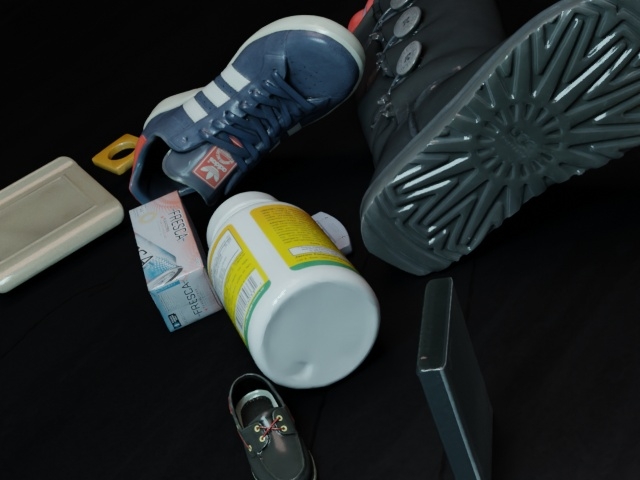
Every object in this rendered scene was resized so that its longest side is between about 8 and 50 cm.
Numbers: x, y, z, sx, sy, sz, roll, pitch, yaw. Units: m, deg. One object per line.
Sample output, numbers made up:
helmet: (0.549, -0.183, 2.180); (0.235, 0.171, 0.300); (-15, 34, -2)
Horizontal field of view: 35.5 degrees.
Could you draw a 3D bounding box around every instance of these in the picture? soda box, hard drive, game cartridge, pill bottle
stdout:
soda box: (-0.157, 0.017, 1.066); (0.063, 0.058, 0.183); (-24, 32, -4)
hard drive: (0.097, 0.107, 0.710); (0.022, 0.135, 0.094); (-10, 34, 18)
game cartridge: (0.000, 0.000, 1.038); (0.056, 0.017, 0.083); (-30, 33, -6)
pill bottle: (-0.036, 0.035, 0.914); (0.117, 0.118, 0.208); (-27, 33, -9)

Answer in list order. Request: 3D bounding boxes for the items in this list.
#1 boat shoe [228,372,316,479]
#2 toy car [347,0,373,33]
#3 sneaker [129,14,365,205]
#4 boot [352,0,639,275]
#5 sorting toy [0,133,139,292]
boat shoe: (-0.042, 0.158, 0.809); (0.048, 0.042, 0.133); (-25, 34, -9)
toy car: (0.175, -0.348, 1.408); (0.239, 0.053, 0.225); (16, 49, 44)
sneaker: (-0.093, -0.124, 1.134); (0.350, 0.131, 0.148); (-26, 34, 43)
boot: (0.182, -0.209, 1.042); (0.367, 0.146, 0.445); (-35, 25, 23)
sorting toy: (-0.349, -0.017, 1.245); (0.347, 0.047, 0.196); (-33, 38, -17)
